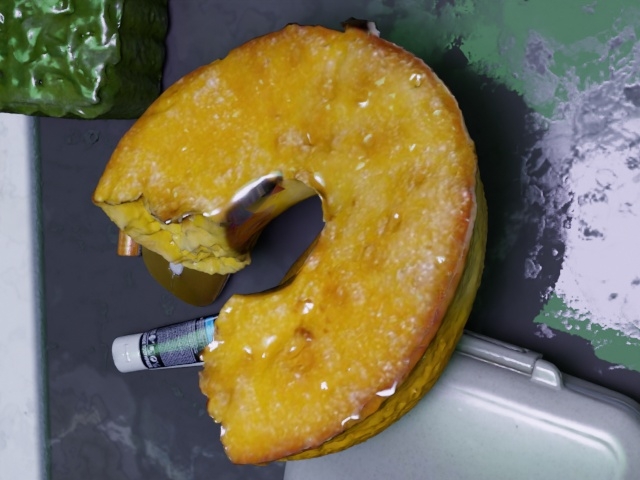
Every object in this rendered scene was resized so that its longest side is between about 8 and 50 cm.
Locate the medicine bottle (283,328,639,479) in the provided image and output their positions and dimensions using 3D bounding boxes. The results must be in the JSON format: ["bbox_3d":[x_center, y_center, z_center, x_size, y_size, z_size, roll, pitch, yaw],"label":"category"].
[{"bbox_3d":[0.151,0.236,1.196,0.375,0.123,0.282,17,104,23],"label":"medicine bottle"}]

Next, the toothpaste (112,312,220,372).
[{"bbox_3d":[-0.153,0.125,1.366,0.193,0.045,0.071,-12,97,17],"label":"toothpaste"}]

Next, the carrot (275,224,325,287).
[{"bbox_3d":[0.045,-0.015,1.260,0.066,0.066,0.314,44,106,15],"label":"carrot"}]

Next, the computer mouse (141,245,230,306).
[{"bbox_3d":[-0.126,-0.039,1.336,0.126,0.056,0.245,35,107,18],"label":"computer mouse"}]

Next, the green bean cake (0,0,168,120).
[{"bbox_3d":[-0.311,-0.269,1.344,0.246,0.156,0.250,8,96,21],"label":"green bean cake"}]

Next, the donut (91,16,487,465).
[{"bbox_3d":[0.000,0.000,1.141,0.377,0.163,0.435,-31,60,12],"label":"donut"}]

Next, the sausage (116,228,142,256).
[{"bbox_3d":[-0.228,-0.033,1.391,0.031,0.031,0.107,10,97,22],"label":"sausage"}]
